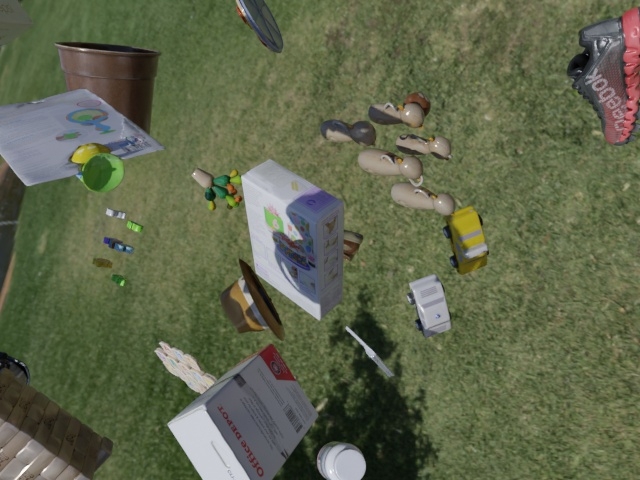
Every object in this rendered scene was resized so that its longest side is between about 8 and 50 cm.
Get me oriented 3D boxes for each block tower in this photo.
[{"bbox_3d":[-0.398,0.191,0.611,0.091,0.335,0.097,-46,20,0],"label":"block tower"}]

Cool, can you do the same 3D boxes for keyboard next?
[{"bbox_3d":[0.099,0.216,1.045,0.014,0.256,0.072,-40,64,-3],"label":"keyboard"}]

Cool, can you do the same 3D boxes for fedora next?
[{"bbox_3d":[-0.140,0.127,1.059,0.079,0.194,0.194,-30,42,-3],"label":"fedora"}]

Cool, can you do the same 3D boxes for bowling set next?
[{"bbox_3d":[0.160,-0.193,0.989,0.154,0.287,0.199,23,83,54],"label":"bowling set"}]

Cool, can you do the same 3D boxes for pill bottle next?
[{"bbox_3d":[0.059,0.595,1.456,0.180,0.108,0.107,124,153,-69],"label":"pill bottle"}]

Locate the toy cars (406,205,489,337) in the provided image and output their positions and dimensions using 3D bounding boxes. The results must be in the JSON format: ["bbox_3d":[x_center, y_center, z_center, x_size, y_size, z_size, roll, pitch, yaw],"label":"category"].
[{"bbox_3d":[0.349,0.103,1.454,0.087,0.177,0.393,-116,47,-63],"label":"toy cars"}]

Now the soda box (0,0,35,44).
[{"bbox_3d":[-0.542,-0.352,0.847,0.069,0.073,0.216,-30,18,10],"label":"soda box"}]

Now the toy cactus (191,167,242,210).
[{"bbox_3d":[-0.328,-0.177,1.769,0.219,0.181,0.112,-24,35,53],"label":"toy cactus"}]

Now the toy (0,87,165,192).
[{"bbox_3d":[-0.285,-0.106,0.612,0.237,0.137,0.056,31,135,42],"label":"toy"}]

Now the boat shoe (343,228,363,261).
[{"bbox_3d":[0.000,0.000,1.832,0.123,0.324,0.119,20,94,61],"label":"boat shoe"}]

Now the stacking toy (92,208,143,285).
[{"bbox_3d":[-0.546,0.015,1.489,0.221,0.052,0.166,21,96,48],"label":"stacking toy"}]

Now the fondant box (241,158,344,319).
[{"bbox_3d":[-0.060,0.003,1.297,0.238,0.096,0.330,33,145,30],"label":"fondant box"}]

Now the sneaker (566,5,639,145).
[{"bbox_3d":[0.537,-0.295,1.027,0.135,0.276,0.097,0,47,26],"label":"sneaker"}]

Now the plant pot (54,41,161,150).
[{"bbox_3d":[-0.360,-0.248,0.942,0.167,0.167,0.165,38,128,53],"label":"plant pot"}]

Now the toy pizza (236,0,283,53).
[{"bbox_3d":[-0.152,-0.523,1.271,0.032,0.201,0.201,-26,52,19],"label":"toy pizza"}]

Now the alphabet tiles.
[{"bbox_3d":[-0.430,0.448,1.819,0.284,0.277,0.021,18,51,31],"label":"alphabet tiles"}]

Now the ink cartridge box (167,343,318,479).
[{"bbox_3d":[-0.147,0.367,1.117,0.114,0.273,0.196,-33,90,27],"label":"ink cartridge box"}]

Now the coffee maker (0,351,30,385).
[{"bbox_3d":[-0.751,0.330,1.169,0.172,0.120,0.178,3,33,14],"label":"coffee maker"}]
